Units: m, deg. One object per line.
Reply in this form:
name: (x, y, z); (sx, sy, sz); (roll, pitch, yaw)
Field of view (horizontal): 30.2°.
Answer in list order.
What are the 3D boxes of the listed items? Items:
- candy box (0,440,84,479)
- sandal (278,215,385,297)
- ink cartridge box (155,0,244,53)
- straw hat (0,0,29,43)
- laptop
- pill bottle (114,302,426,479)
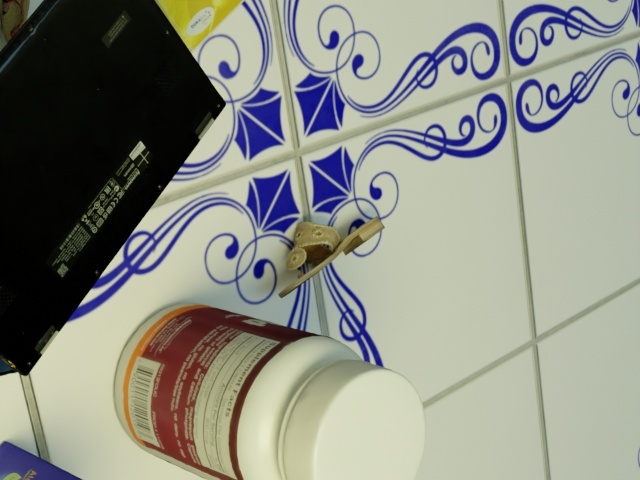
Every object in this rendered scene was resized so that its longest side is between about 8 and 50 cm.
candy box: (-0.345, 0.400, 1.354); (0.268, 0.317, 0.122); (-48, 126, -26)
sandal: (-0.004, 0.003, 1.785); (0.240, 0.088, 0.079); (-33, 87, -42)
ink cartridge box: (-0.166, -0.457, 1.547); (0.303, 0.072, 0.307); (-50, 128, -24)
straw hat: (-0.380, -0.295, 1.373); (0.061, 0.144, 0.144); (9, 92, -2)
laptop: (-0.312, -0.066, 1.314); (0.382, 0.236, 0.408); (-57, 140, -20)
pill bottle: (-0.070, 0.217, 1.526); (0.224, 0.392, 0.224); (-9, 103, -42)
